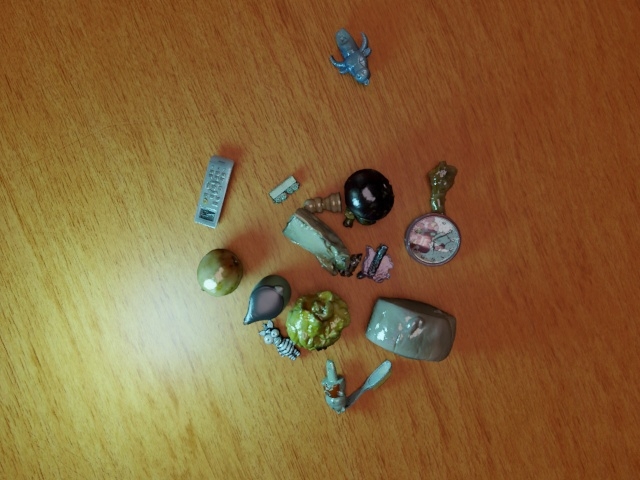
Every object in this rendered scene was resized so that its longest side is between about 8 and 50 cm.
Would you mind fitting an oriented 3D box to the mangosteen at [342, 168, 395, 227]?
[{"bbox_3d":[0.180,-0.168,1.729,0.231,0.231,0.289,47,118,-1],"label":"mangosteen"}]

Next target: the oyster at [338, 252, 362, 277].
[{"bbox_3d":[0.133,0.106,1.817,0.085,0.029,0.132,22,94,0],"label":"oyster"}]

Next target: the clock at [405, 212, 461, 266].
[{"bbox_3d":[0.499,-0.002,1.785,0.243,0.056,0.245,2,101,10],"label":"clock"}]

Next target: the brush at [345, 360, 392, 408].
[{"bbox_3d":[0.226,0.667,1.827,0.297,0.068,0.060,-44,113,6],"label":"brush"}]

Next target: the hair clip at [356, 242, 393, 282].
[{"bbox_3d":[0.258,0.102,1.811,0.145,0.056,0.187,19,101,-1],"label":"hair clip"}]

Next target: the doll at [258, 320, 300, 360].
[{"bbox_3d":[-0.185,0.455,1.814,0.219,0.067,0.091,42,96,1],"label":"doll"}]

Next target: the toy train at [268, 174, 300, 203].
[{"bbox_3d":[-0.163,-0.225,1.804,0.147,0.038,0.071,-38,89,2],"label":"toy train"}]

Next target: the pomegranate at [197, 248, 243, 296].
[{"bbox_3d":[-0.436,0.138,1.737,0.206,0.207,0.208,0,92,0],"label":"pomegranate"}]

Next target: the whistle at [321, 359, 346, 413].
[{"bbox_3d":[0.063,0.660,1.798,0.101,0.105,0.254,-5,99,22],"label":"whistle"}]

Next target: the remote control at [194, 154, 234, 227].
[{"bbox_3d":[-0.472,-0.220,1.803,0.109,0.055,0.314,17,96,6],"label":"remote control"}]

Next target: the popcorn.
[{"bbox_3d":[-0.013,0.341,1.741,0.286,0.215,0.252,-27,114,-3],"label":"popcorn"}]

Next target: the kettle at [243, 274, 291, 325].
[{"bbox_3d":[-0.233,0.265,1.715,0.240,0.255,0.165,-45,93,2],"label":"kettle"}]

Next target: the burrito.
[{"bbox_3d":[-0.001,0.000,1.749,0.331,0.190,0.135,41,51,-5],"label":"burrito"}]

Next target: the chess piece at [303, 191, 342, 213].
[{"bbox_3d":[0.009,-0.161,1.780,0.170,0.094,0.094,-5,92,4],"label":"chess piece"}]

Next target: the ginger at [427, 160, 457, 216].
[{"bbox_3d":[0.544,-0.204,1.783,0.130,0.086,0.295,-7,100,-11],"label":"ginger"}]

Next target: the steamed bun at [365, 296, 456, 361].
[{"bbox_3d":[0.401,0.390,1.722,0.382,0.236,0.247,16,93,0],"label":"steamed bun"}]

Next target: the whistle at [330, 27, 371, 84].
[{"bbox_3d":[0.145,-0.800,1.755,0.180,0.093,0.269,-30,90,24],"label":"whistle"}]
